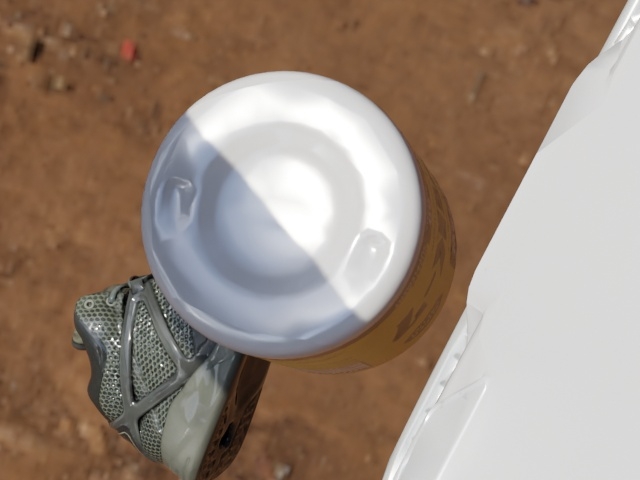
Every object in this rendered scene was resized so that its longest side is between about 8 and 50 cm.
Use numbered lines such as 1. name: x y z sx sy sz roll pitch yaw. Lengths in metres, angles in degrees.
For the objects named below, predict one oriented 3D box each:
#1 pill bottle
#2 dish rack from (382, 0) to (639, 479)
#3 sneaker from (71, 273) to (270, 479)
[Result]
1. pill bottle: 0.000 0.000 0.849 0.119 0.119 0.208 27 -1 11
2. dish rack: 0.146 0.044 0.433 0.072 0.286 0.333 20 11 -38
3. sneaker: -0.081 0.026 1.164 0.130 0.227 0.087 27 13 19
